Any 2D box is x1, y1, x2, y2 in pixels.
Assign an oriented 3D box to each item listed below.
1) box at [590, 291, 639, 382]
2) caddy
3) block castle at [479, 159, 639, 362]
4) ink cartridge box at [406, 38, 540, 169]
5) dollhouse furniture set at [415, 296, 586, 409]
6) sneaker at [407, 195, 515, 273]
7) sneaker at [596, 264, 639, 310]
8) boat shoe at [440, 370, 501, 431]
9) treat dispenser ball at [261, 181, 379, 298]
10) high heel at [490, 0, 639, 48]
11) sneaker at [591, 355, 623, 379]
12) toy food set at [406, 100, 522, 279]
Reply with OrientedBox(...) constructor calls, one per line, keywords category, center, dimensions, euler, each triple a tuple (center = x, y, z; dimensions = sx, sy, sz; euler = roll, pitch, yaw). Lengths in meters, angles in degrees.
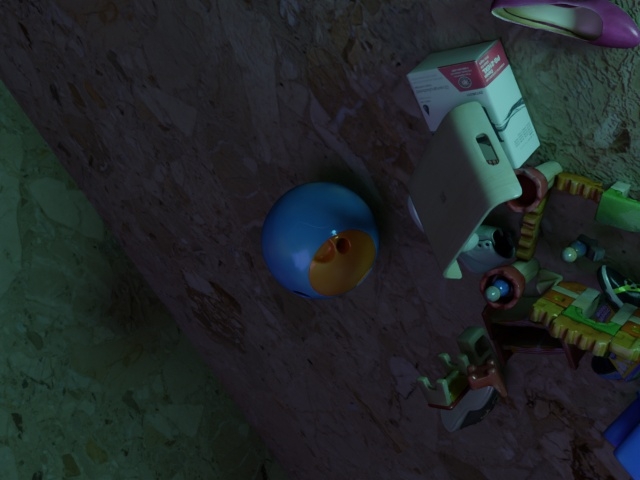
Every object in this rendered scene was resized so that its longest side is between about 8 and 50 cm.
OrientedBox(category="box", center=(0.628, 0.196, 1.756), dimensions=(0.105, 0.043, 0.179), euler=(105, 144, -51))
OrientedBox(category="caddy", center=(0.774, 0.473, 1.780), dimensions=(0.341, 0.241, 0.179), euler=(45, 101, -1))
OrientedBox(category="block castle", center=(0.534, 0.054, 1.545), dimensions=(0.453, 0.213, 0.303), euler=(22, 119, 29))
OrientedBox(category="ink cartridge box", center=(0.300, -0.254, 1.636), dimensions=(0.172, 0.100, 0.237), euler=(0, 126, 47))
OrientedBox(category="dollhouse furniture set", center=(0.410, 0.259, 1.812), dimensions=(0.201, 0.374, 0.152), euler=(-4, 118, 49))
OrientedBox(category="sneaker", center=(0.319, -0.037, 1.840), dimensions=(0.256, 0.094, 0.151), euler=(41, 152, -11))
OrientedBox(category="sneaker", center=(0.666, 0.121, 1.688), dimensions=(0.234, 0.084, 0.097), euler=(44, 120, 1))
OrientedBox(category="boat shoe", center=(0.413, 0.411, 2.205), dimensions=(0.305, 0.091, 0.109), euler=(113, 145, -51))
OrientedBox(category="treat dispenser ball", center=(0.000, 0.000, 2.034), dimensions=(0.288, 0.288, 0.288), euler=(27, 141, 24))
OrientedBox(category="high heel", center=(0.408, -0.366, 1.398), dimensions=(0.244, 0.117, 0.082), euler=(34, 143, 16))
OrientedBox(category="sneaker", center=(0.696, 0.262, 1.803), dimensions=(0.209, 0.069, 0.082), euler=(-17, 149, 41))
OrientedBox(category="toy food set", center=(0.277, -0.089, 1.614), dimensions=(0.306, 0.092, 0.220), euler=(114, 144, -54))
